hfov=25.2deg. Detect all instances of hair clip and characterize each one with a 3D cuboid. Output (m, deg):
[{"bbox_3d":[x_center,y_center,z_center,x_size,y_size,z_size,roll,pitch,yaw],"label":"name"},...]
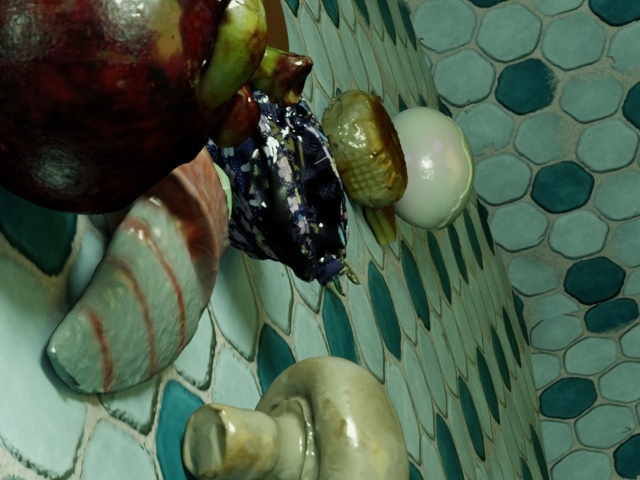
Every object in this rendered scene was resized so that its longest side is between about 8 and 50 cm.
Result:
[{"bbox_3d":[0.000,0.000,1.916,0.173,0.049,0.049,63,15,-17],"label":"hair clip"}]

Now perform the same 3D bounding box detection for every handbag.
[{"bbox_3d":[-0.057,-0.065,1.491,0.208,0.127,0.229,26,-44,66],"label":"handbag"}]

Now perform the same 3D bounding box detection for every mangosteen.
[{"bbox_3d":[-0.138,-0.130,1.019,0.228,0.265,0.228,-178,-90,-87],"label":"mangosteen"}]

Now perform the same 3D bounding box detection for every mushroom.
[{"bbox_3d":[-0.019,0.214,1.303,0.209,0.206,0.206,-20,93,-36],"label":"mushroom"}]

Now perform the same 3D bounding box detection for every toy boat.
[{"bbox_3d":[-0.152,0.044,1.168,0.282,0.096,0.206,-70,156,-55],"label":"toy boat"}]

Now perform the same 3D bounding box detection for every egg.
[{"bbox_3d":[0.185,-0.118,2.523,0.183,0.183,0.217,50,16,-59],"label":"egg"}]

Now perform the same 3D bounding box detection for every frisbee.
[{"bbox_3d":[-0.094,-0.359,2.045,0.251,0.021,0.251,-16,90,-78],"label":"frisbee"}]

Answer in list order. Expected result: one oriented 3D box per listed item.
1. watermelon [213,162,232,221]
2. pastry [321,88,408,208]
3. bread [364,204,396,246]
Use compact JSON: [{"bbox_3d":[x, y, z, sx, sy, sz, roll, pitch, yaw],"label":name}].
[{"bbox_3d":[-0.128,-0.031,1.419,0.084,0.072,0.092,-106,-148,-66],"label":"watermelon"},{"bbox_3d":[0.078,-0.149,2.303,0.192,0.093,0.182,60,19,-28],"label":"pastry"},{"bbox_3d":[0.098,-0.053,2.412,0.094,0.035,0.090,-94,162,-44],"label":"bread"}]
